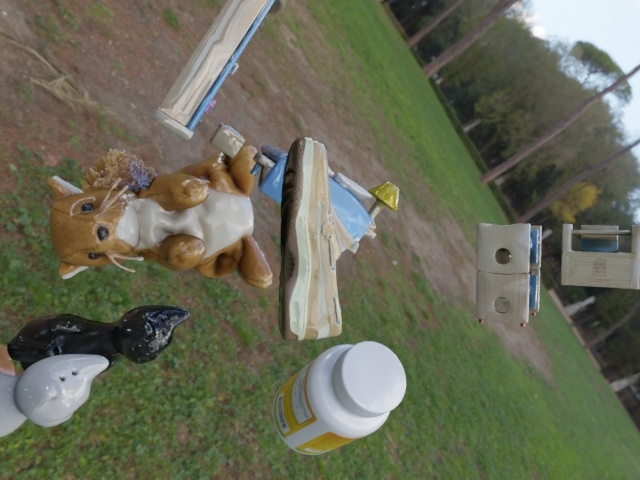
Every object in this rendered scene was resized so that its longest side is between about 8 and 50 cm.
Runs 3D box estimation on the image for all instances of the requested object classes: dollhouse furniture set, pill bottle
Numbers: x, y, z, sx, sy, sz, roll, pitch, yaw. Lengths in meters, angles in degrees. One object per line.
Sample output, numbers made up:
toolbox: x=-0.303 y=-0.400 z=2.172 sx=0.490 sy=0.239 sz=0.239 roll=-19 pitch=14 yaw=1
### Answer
dollhouse furniture set: x=-0.034 y=-0.165 z=0.765 sx=0.303 sy=0.198 sz=0.286 roll=34 pitch=5 yaw=-18
dollhouse furniture set: x=0.309 y=0.044 z=0.739 sx=0.129 sy=0.184 sz=0.129 roll=0 pitch=92 yaw=-62
pill bottle: x=0.027 y=0.242 z=0.875 sx=0.136 sy=0.245 sz=0.136 roll=12 pitch=58 yaw=-20

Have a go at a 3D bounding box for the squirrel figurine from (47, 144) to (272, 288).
squirrel figurine: x=-0.346 y=-0.041 z=1.120 sx=0.370 sy=0.397 sz=0.281 roll=-13 pitch=109 yaw=-33

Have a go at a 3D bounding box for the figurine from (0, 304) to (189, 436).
figurine: x=-0.269 y=0.130 z=0.578 sx=0.092 sy=0.209 sz=0.215 roll=71 pitch=23 yaw=-7

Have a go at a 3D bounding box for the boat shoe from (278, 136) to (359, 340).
boat shoe: x=0.000 y=0.000 z=0.531 sx=0.068 sy=0.072 sz=0.190 roll=-129 pitch=-139 yaw=-74

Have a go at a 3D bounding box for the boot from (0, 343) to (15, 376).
boot: x=-0.421 y=0.158 z=0.640 sx=0.152 sy=0.073 sz=0.197 roll=47 pitch=11 yaw=-46
